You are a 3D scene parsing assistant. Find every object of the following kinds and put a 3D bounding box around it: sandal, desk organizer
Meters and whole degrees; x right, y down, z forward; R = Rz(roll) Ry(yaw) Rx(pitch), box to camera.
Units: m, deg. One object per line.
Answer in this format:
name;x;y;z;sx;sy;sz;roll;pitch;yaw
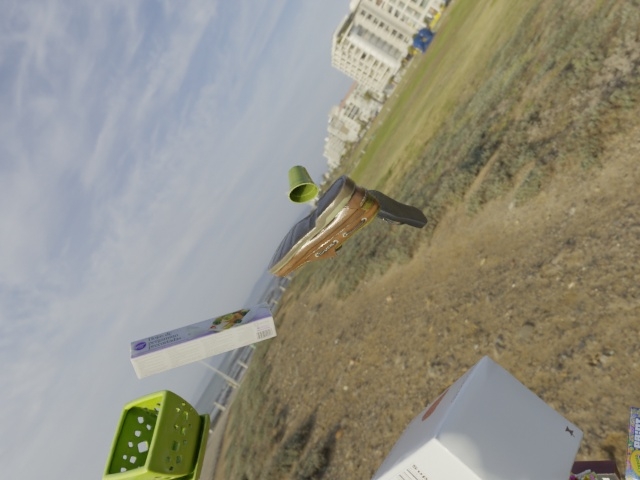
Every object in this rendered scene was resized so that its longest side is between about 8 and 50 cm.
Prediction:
sandal;0.213;-0.076;1.425;0.054;0.254;0.097;-48;41;30
desk organizer;0.840;0.708;1.488;0.130;0.047;0.050;-26;16;41

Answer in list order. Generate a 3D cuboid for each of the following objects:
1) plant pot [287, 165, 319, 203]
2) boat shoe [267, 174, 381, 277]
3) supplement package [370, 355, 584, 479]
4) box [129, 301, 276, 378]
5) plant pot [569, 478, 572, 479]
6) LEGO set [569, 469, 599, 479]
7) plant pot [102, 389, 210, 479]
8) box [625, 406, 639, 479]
plant pot;-0.053;-0.155;1.294;0.083;0.083;0.079;-56;42;47
boat shoe;0.000;0.000;1.023;0.307;0.104;0.111;-43;24;39
supplement package;0.226;0.352;0.767;0.177;0.175;0.293;-39;-19;-38
box;-0.264;0.226;1.121;0.063;0.324;0.067;-125;23;-56
plant pot;0.536;0.703;1.198;0.291;0.290;0.203;124;161;-46
LEGO set;0.750;0.664;1.272;0.132;0.287;0.107;-47;-10;-46
plant pot;-0.461;0.597;1.428;0.227;0.207;0.228;-25;43;31
box;0.857;0.549;1.094;0.279;0.290;0.177;1;47;36
